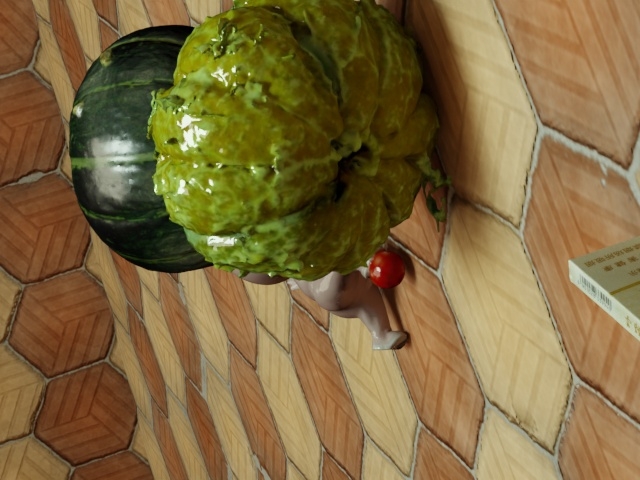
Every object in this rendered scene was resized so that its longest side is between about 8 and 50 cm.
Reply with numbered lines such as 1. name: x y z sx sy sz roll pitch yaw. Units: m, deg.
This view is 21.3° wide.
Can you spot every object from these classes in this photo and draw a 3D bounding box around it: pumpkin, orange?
1. pumpkin: -0.191 -0.119 2.210 0.323 0.241 0.323 -8 -90 -72
2. orange: -0.034 -0.099 1.662 0.223 0.301 0.300 15 129 49

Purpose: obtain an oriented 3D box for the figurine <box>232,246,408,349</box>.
1. figurine: 0.000 0.000 2.016 0.287 0.186 0.176 38 -170 32

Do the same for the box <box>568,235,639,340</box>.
1. box: 0.260 0.045 1.235 0.167 0.090 0.024 -133 29 -56
